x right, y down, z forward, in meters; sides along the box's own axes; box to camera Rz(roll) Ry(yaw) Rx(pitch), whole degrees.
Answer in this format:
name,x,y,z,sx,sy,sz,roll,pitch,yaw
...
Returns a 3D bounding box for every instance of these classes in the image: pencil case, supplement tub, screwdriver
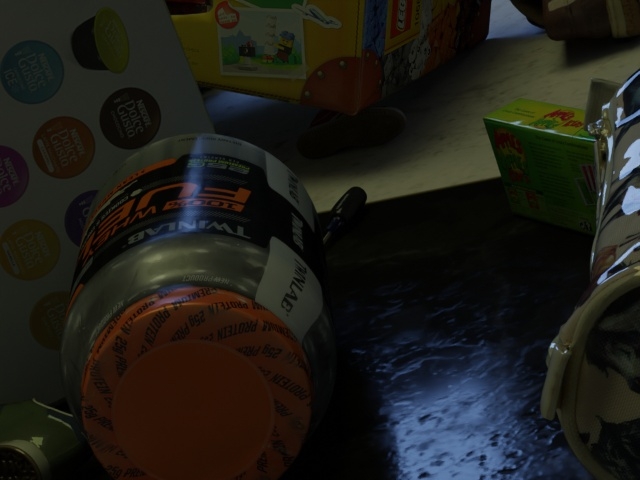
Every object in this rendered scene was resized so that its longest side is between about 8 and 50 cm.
name,x,y,z,sx,sy,sz,roll,pitch,yaw
pencil case,0.243,0.009,1.235,0.183,0.160,0.410,3,26,13
supplement tub,-0.087,0.055,1.388,0.193,0.194,0.316,-19,21,4
screwdriver,0.000,0.000,1.693,0.025,0.024,0.170,22,39,18

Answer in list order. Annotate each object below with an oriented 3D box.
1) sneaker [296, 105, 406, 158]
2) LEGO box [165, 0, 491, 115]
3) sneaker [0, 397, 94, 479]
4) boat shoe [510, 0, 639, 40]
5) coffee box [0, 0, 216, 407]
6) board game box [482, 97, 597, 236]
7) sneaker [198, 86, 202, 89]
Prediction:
name,x,y,z,sx,sy,sz,roll,pitch,yaw
sneaker,0.037,-0.121,1.932,0.118,0.042,0.067,-13,25,25
LEGO box,-0.106,-0.303,2.017,0.500,0.193,0.372,12,22,22
sneaker,-0.245,0.158,1.475,0.192,0.064,0.086,1,22,45
boat shoe,0.257,-0.289,2.049,0.123,0.123,0.342,-17,27,5
coffee box,-0.279,-0.068,1.671,0.334,0.338,0.338,-24,19,-11
board game box,0.208,-0.056,1.535,0.043,0.092,0.181,-27,21,-21
sneaker,-0.222,-0.235,2.355,0.208,0.127,0.319,5,23,46
